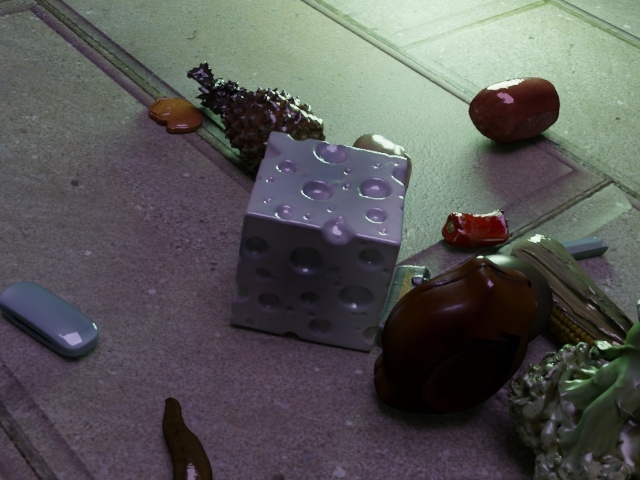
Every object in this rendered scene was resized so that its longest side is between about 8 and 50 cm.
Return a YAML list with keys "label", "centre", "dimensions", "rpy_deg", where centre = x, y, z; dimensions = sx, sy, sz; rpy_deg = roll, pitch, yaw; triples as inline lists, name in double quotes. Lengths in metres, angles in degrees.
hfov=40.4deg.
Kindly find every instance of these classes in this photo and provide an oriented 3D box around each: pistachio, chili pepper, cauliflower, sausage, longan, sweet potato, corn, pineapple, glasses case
- label: "pistachio"
  centre: [0.105, -0.118, 1.687]
  dimensions: [0.152, 0.126, 0.223]
  rpy_deg: [-20, 42, 17]
- label: "chili pepper"
  centre: [0.293, -0.022, 1.653]
  dimensions: [0.123, 0.073, 0.070]
  rpy_deg: [-1, -1, -17]
- label: "cauliflower"
  centre: [0.421, 0.245, 1.208]
  dimensions: [0.260, 0.281, 0.327]
  rpy_deg: [49, 56, 1]
- label: "sausage"
  centre: [0.442, -0.296, 1.955]
  dimensions: [0.254, 0.148, 0.148]
  rpy_deg: [-18, 47, -31]
- label: "longan"
  centre: [0.286, 0.102, 1.440]
  dimensions: [0.185, 0.159, 0.204]
  rpy_deg: [-5, 3, -1]
- label: "sweet potato"
  centre: [-0.180, 0.300, 1.171]
  dimensions: [0.069, 0.059, 0.249]
  rpy_deg: [-29, 40, 11]
- label: "corn"
  centre: [0.437, 0.110, 1.481]
  dimensions: [0.122, 0.123, 0.305]
  rpy_deg: [-13, 45, -28]
- label: "pineapple"
  centre: [-0.146, -0.250, 1.779]
  dimensions: [0.175, 0.175, 0.361]
  rpy_deg: [-22, 36, -33]
- label: "glasses case"
  centre: [-0.421, 0.119, 1.344]
  dimensions: [0.178, 0.045, 0.067]
  rpy_deg: [29, 43, 20]

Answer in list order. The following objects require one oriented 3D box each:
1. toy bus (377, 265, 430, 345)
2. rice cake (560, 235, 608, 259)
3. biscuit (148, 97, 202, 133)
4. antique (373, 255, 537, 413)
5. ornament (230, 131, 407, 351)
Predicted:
- label: "toy bus"
  centre: [0.141, 0.111, 1.470]
  dimensions: [0.072, 0.057, 0.172]
  rpy_deg: [7, 39, 10]
- label: "rice cake"
  centre: [0.471, 0.018, 1.669]
  dimensions: [0.180, 0.030, 0.042]
  rpy_deg: [-9, 48, -22]
- label: "biscuit"
  centre: [-0.309, -0.271, 1.856]
  dimensions: [0.102, 0.019, 0.130]
  rpy_deg: [-19, 47, -32]
- label: "antique"
  centre: [0.194, 0.152, 1.272]
  dimensions: [0.223, 0.278, 0.129]
  rpy_deg: [26, 33, -32]
- label: "ornament"
  centre: [0.000, 0.000, 1.428]
  dimensions: [0.239, 0.240, 0.240]
  rpy_deg: [12, 39, -1]
